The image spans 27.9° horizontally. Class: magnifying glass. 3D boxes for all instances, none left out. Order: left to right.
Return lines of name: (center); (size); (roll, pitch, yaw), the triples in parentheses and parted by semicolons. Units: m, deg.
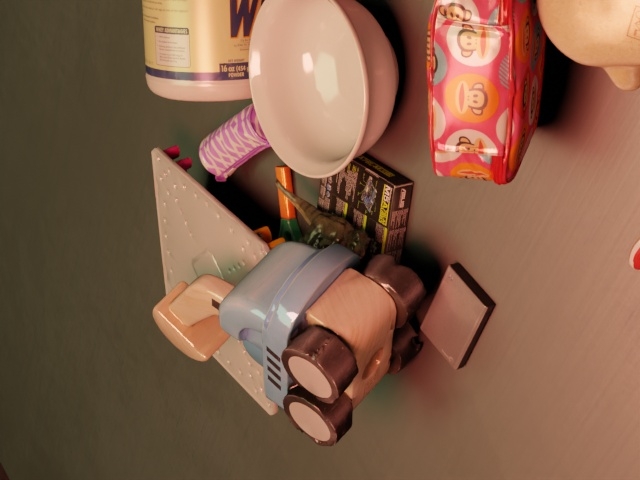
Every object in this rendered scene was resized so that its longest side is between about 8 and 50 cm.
magnifying glass: (-0.054, -0.016, 2.243); (0.092, 0.026, 0.231); (10, 108, 53)

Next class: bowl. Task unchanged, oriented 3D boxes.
bowl: (0.025, -0.250, 1.961); (0.298, 0.134, 0.298); (21, 117, 49)

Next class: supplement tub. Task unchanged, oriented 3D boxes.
supplement tub: (-0.176, -0.405, 2.106); (0.235, 0.235, 0.325); (20, 117, 50)

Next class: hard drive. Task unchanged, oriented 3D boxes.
hard drive: (0.203, 0.114, 1.923); (0.094, 0.022, 0.135); (50, 138, 33)

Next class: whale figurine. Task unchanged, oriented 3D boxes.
whale figurine: (0.387, -0.274, 1.475); (0.272, 0.141, 0.216); (24, 129, 22)

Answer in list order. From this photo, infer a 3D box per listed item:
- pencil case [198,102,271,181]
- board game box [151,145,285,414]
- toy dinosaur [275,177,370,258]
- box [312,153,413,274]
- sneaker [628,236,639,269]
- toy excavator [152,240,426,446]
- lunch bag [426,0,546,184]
pencil case: (-0.138, -0.174, 2.255); (0.206, 0.086, 0.088); (-31, 60, 54)
board game box: (-0.180, 0.067, 2.362); (0.390, 0.050, 0.390); (40, 143, 41)
toy dinosaur: (0.000, 0.000, 2.067); (0.268, 0.064, 0.118); (34, 118, 47)
box: (0.064, -0.040, 2.054); (0.184, 0.045, 0.191); (33, 125, 43)
sneaker: (0.424, 0.011, 1.561); (0.067, 0.042, 0.118); (59, 139, 30)
toy excavator: (-0.082, 0.120, 2.039); (0.445, 0.222, 0.433); (34, 150, 20)
lunch bag: (0.218, -0.239, 1.618); (0.120, 0.258, 0.293); (9, 120, 17)
